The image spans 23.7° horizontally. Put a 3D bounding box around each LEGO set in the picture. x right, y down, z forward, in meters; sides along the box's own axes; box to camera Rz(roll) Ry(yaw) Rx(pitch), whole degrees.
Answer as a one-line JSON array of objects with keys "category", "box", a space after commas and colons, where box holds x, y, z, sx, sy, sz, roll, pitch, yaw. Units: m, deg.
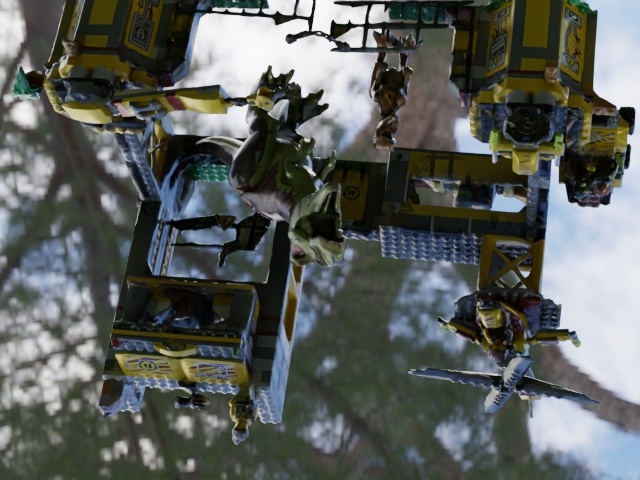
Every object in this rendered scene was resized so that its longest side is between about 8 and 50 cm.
[{"category": "LEGO set", "box": [0.000, 0.000, 0.806, 0.331, 0.255, 0.192, 8, -119, 2]}]
